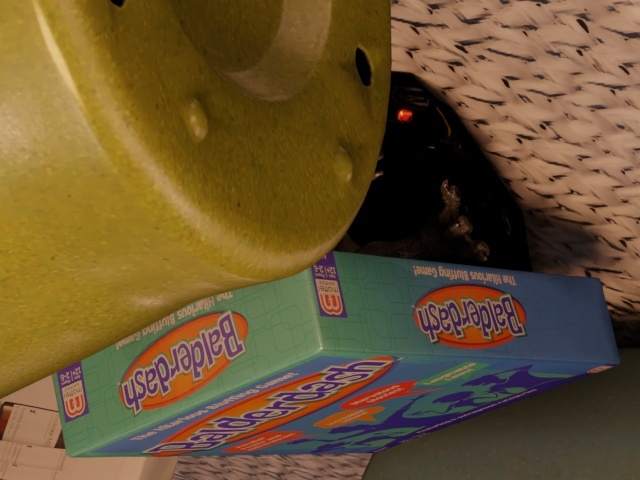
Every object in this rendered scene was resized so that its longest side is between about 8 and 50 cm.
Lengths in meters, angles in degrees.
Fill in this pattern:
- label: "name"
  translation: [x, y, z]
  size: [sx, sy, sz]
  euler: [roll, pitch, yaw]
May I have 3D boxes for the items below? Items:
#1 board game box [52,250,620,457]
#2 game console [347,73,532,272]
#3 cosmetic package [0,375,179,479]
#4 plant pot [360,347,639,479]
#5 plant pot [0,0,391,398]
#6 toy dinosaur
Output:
- label: "board game box"
  translation: [0.010, 0.056, 0.896]
  size: [0.160, 0.047, 0.210]
  euler: [-25, 159, 39]
- label: "game console"
  translation: [-0.072, -0.026, 1.013]
  size: [0.361, 0.044, 0.213]
  euler: [9, 154, 19]
- label: "cosmetic package"
  translation: [-0.128, 0.105, 1.087]
  size: [0.098, 0.239, 0.060]
  euler: [11, 154, 13]
- label: "plant pot"
  translation: [0.208, 0.193, 0.987]
  size: [0.334, 0.341, 0.341]
  euler: [2, 153, 45]
- label: "plant pot"
  translation: [-0.178, -0.076, 0.662]
  size: [0.353, 0.367, 0.366]
  euler: [-10, 146, 25]
- label: "toy dinosaur"
  translation: [0.000, 0.000, 0.887]
  size: [0.118, 0.064, 0.268]
  euler: [-30, 154, 31]
